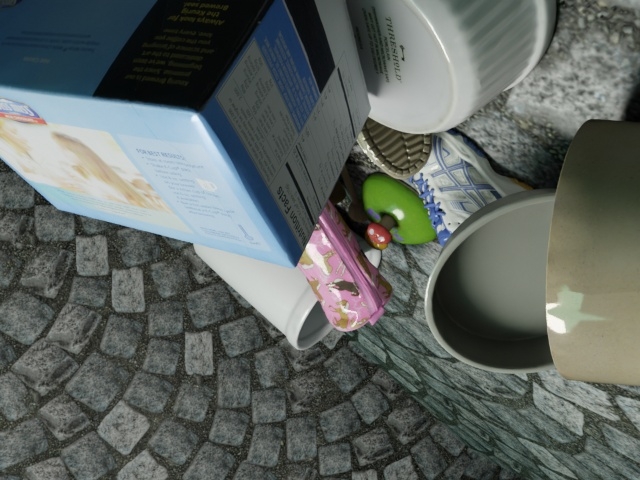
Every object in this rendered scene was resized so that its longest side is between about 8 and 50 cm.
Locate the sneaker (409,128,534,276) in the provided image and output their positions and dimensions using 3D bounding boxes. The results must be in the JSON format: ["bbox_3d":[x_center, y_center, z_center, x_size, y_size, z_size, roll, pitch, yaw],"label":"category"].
[{"bbox_3d":[0.195,-0.063,0.808,0.296,0.131,0.112,37,167,18],"label":"sneaker"}]

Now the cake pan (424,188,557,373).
[{"bbox_3d":[0.280,0.055,0.730,0.293,0.293,0.054,48,-160,-26],"label":"cake pan"}]

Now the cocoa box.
[{"bbox_3d":[-0.160,-0.150,0.566,0.348,0.227,0.231,13,153,25],"label":"cocoa box"}]

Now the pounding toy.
[{"bbox_3d":[0.113,-0.042,1.110,0.237,0.110,0.183,29,161,38],"label":"pounding toy"}]

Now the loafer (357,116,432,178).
[{"bbox_3d":[0.066,-0.210,0.772,0.268,0.102,0.092,59,-178,-11],"label":"loafer"}]

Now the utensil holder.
[{"bbox_3d":[-0.091,0.036,1.446,0.386,0.327,0.327,39,165,19],"label":"utensil holder"}]

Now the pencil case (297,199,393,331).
[{"bbox_3d":[0.000,0.000,1.116,0.386,0.160,0.167,58,-159,-20],"label":"pencil case"}]

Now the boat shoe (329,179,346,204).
[{"bbox_3d":[0.003,-0.148,1.176,0.059,0.063,0.170,60,177,43],"label":"boat shoe"}]

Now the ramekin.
[{"bbox_3d":[0.089,-0.233,0.581,0.273,0.127,0.273,39,165,12],"label":"ramekin"}]

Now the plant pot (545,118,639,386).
[{"bbox_3d":[0.370,0.021,0.465,0.274,0.256,0.256,6,146,38],"label":"plant pot"}]
